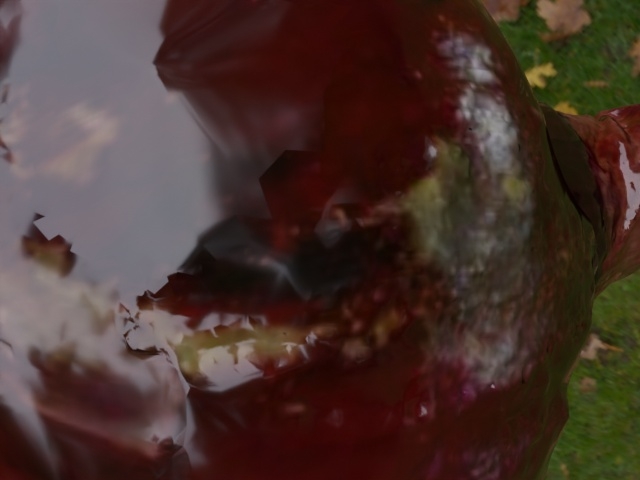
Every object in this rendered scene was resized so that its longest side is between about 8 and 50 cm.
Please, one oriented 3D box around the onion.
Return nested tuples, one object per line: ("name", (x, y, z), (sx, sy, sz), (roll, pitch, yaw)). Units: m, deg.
("onion", (0.000, 0.000, 0.553), (0.398, 0.420, 0.398), (8, 100, 57))
